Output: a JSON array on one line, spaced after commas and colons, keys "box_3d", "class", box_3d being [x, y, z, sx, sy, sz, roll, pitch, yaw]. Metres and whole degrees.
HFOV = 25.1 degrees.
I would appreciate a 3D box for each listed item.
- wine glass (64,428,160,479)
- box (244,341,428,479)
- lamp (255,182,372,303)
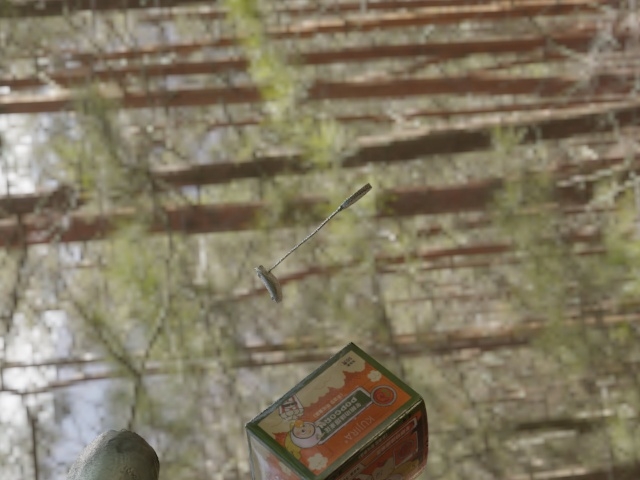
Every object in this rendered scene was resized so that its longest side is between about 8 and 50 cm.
[{"box_3d": [-0.154, 0.308, 1.418, 0.309, 0.264, 0.096, -66, -18, -67], "class": "wine glass"}, {"box_3d": [0.024, 0.277, 1.884, 0.148, 0.195, 0.177, 38, 149, 31], "class": "box"}, {"box_3d": [0.000, 0.000, 1.919, 0.056, 0.198, 0.050, 50, -176, 6], "class": "lamp"}]
